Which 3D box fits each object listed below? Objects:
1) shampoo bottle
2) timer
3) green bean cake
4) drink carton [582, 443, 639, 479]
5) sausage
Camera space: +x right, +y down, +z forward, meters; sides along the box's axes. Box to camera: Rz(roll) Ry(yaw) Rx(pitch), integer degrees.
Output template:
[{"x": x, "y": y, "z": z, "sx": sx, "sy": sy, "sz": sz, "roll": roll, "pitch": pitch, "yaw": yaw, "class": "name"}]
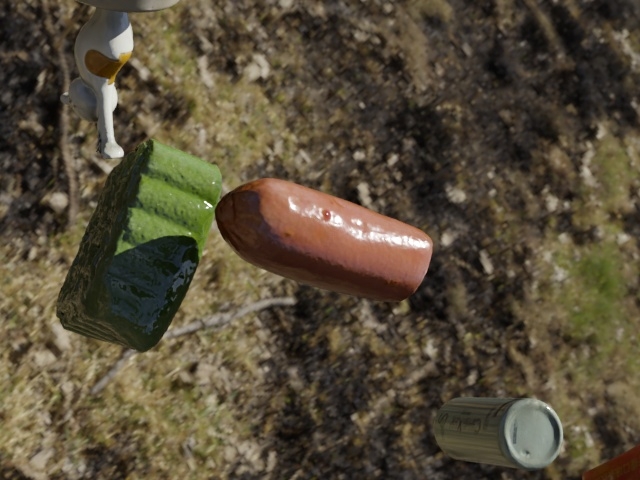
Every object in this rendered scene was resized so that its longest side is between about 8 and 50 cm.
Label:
[{"x": 0.213, "y": 0.246, "z": 1.277, "sx": 0.085, "sy": 0.262, "sz": 0.085, "roll": 2, "pitch": 81, "yaw": -16, "class": "shampoo bottle"}, {"x": -0.242, "y": -0.237, "z": 1.112, "sx": 0.175, "sy": 0.266, "sz": 0.175, "roll": 12, "pitch": 33, "yaw": -8, "class": "timer"}, {"x": -0.228, "y": 0.013, "z": 1.218, "sx": 0.125, "sy": 0.222, "sz": 0.248, "roll": 21, "pitch": 73, "yaw": -22, "class": "green bean cake"}, {"x": 0.267, "y": 0.296, "z": 0.668, "sx": 0.111, "sy": 0.154, "sz": 0.351, "roll": 37, "pitch": 38, "yaw": -15, "class": "drink carton"}, {"x": 0.000, "y": 0.000, "z": 1.138, "sx": 0.259, "sy": 0.113, "sz": 0.114, "roll": 17, "pitch": 51, "yaw": -30, "class": "sausage"}]
